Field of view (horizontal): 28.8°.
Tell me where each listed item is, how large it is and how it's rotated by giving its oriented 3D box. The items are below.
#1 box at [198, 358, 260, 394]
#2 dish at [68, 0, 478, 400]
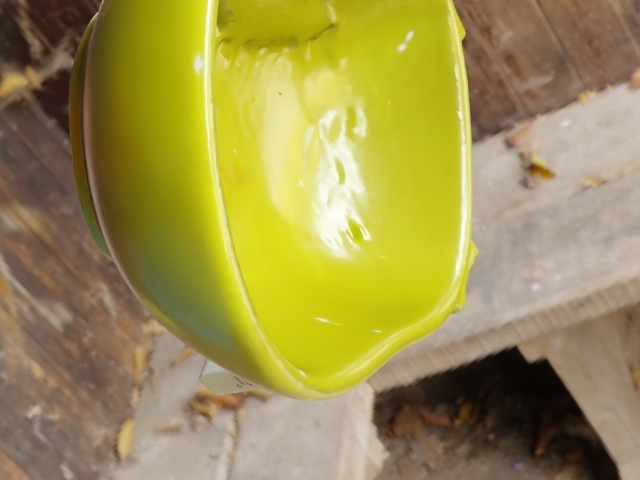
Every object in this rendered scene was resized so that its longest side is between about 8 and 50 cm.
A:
[{"bbox_3d":[0.001,0.001,0.844,0.122,0.032,0.220,-14,44,38],"label":"box"},{"bbox_3d":[-0.023,-0.048,0.547,0.108,0.221,0.262,-2,0,27],"label":"dish"}]
